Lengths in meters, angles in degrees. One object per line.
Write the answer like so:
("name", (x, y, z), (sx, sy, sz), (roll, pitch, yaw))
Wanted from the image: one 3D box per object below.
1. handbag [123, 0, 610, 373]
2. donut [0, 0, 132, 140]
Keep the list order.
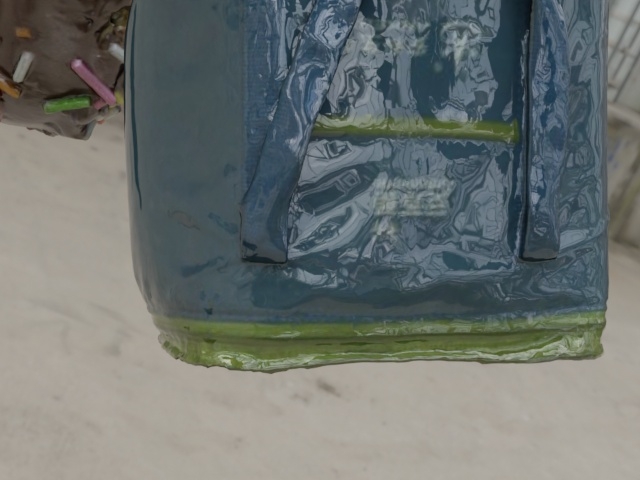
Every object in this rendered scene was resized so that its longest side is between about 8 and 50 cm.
("handbag", (0.026, -0.057, 0.664), (0.263, 0.241, 0.222), (-3, 2, -13))
("donut", (-0.223, -0.235, 0.959), (0.136, 0.345, 0.259), (-5, 27, -29))
